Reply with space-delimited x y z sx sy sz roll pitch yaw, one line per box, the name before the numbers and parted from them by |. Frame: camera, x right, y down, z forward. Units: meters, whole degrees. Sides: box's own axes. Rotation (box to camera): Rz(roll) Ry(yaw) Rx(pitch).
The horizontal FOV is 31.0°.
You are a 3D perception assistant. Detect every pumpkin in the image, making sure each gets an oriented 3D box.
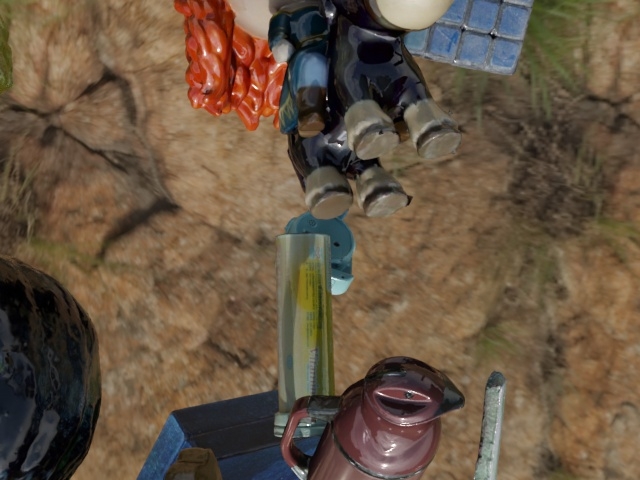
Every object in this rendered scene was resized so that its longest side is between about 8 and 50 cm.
pumpkin | -0.391 0.147 1.096 0.363 0.363 0.266 1 67 -13

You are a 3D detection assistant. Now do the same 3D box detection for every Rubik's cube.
Rubik's cube | 0.141 -0.367 1.520 0.237 0.238 0.237 6 106 -19

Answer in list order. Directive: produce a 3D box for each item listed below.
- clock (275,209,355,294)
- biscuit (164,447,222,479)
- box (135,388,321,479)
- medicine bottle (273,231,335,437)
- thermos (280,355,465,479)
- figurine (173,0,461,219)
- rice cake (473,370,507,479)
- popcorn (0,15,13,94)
clock | 0.000 0.001 1.595 0.108 0.045 0.147 19 48 -10
biscuit | -0.138 0.334 1.079 0.047 0.320 0.183 -3 110 13
box | -0.144 0.360 1.745 0.261 0.116 0.279 -4 136 -42
medicine bottle | -0.016 0.103 1.256 0.074 0.074 0.218 0 83 -13
thermos | 0.039 0.213 1.168 0.136 0.330 0.109 42 53 17
figurine | -0.002 -0.209 1.105 0.241 0.412 0.306 -13 123 -19
rice cake | 0.256 0.293 1.732 0.033 0.033 0.208 15 116 27
popcorn | -0.491 -0.261 1.369 0.286 0.174 0.225 46 124 8
